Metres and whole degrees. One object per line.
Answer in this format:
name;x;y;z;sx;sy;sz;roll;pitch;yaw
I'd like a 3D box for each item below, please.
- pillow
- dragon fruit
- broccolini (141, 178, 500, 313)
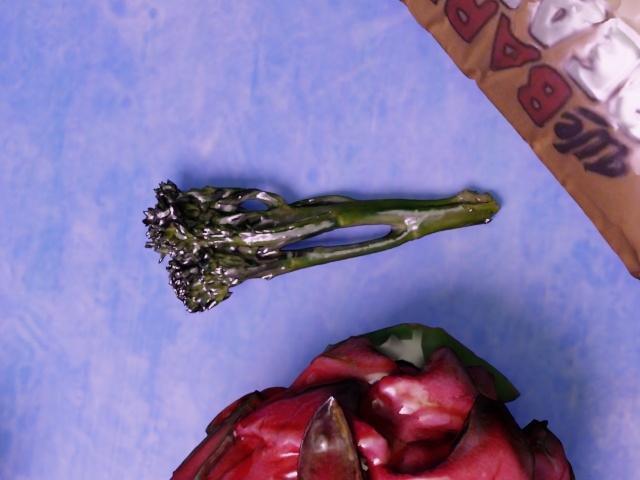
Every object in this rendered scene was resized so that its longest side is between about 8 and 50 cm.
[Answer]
pillow;0.194;-0.169;0.776;0.312;0.119;0.310;-43;84;12
dragon fruit;0.023;0.187;0.715;0.233;0.234;0.293;-4;67;8
broccolini;0.000;-0.004;0.843;0.201;0.058;0.074;-5;99;-7
